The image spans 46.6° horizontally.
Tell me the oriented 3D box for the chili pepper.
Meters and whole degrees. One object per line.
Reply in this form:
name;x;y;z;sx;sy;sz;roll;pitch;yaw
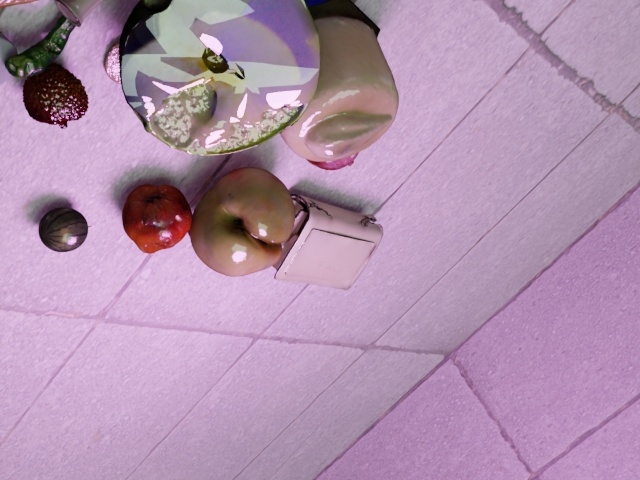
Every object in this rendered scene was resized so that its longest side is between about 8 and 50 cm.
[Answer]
chili pepper;-0.500;-0.362;1.367;0.182;0.050;0.073;-53;180;-15

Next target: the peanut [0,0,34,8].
peanut;-0.516;-0.447;1.240;0.226;0.095;0.108;-19;141;-22

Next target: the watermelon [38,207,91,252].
watermelon;-0.588;-0.026;1.730;0.133;0.105;0.105;-12;144;-51

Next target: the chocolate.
chocolate;0.039;-0.337;1.681;0.326;0.297;0.314;-43;151;14

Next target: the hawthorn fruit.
hawthorn fruit;-0.401;-0.047;1.810;0.173;0.173;0.179;4;132;-43

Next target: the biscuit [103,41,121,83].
biscuit;-0.386;-0.368;1.527;0.120;0.015;0.120;-22;146;-16

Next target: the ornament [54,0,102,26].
ornament;-0.397;-0.456;1.327;0.156;0.075;0.081;-47;112;-13

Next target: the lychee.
lychee;-0.516;-0.282;1.441;0.123;0.123;0.129;-13;134;-28

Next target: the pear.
pear;-0.210;-0.374;1.493;0.399;0.165;0.398;-9;123;-15

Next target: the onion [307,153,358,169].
onion;0.038;-0.246;1.926;0.159;0.159;0.195;-39;147;10

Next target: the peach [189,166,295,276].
peach;-0.196;-0.050;1.894;0.247;0.292;0.292;24;128;-4

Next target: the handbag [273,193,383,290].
handbag;0.000;0.000;2.214;0.358;0.160;0.236;13;121;-49

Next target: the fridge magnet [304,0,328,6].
fridge magnet;-0.010;-0.588;1.467;0.265;0.112;0.265;-21;146;-15

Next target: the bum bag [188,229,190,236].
bum bag;-0.301;-0.039;2.016;0.124;0.034;0.058;-35;133;2

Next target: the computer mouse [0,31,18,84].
computer mouse;-0.644;-0.340;1.296;0.231;0.079;0.128;16;121;-46
